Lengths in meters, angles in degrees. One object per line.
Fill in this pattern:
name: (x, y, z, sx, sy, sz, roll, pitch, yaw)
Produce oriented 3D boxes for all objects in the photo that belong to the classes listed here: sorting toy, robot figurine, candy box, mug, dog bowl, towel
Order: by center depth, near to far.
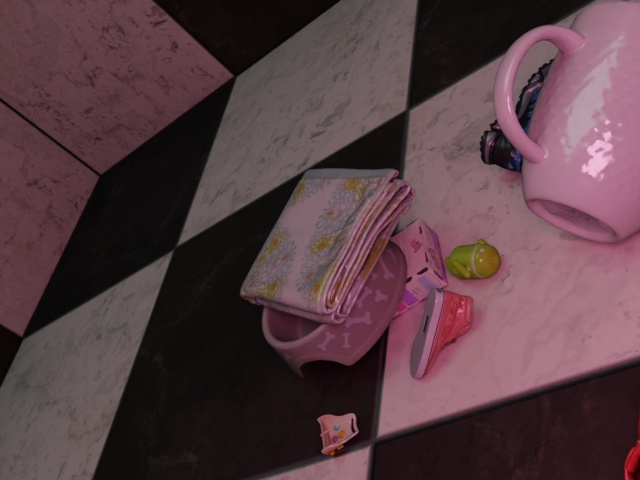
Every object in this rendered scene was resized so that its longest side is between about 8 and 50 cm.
mug: (0.442, -0.198, 1.289, 0.328, 0.374, 0.276, -64, 20, -6)
sorting toy: (0.039, 0.368, 1.517, 0.075, 0.045, 0.083, -32, 32, 15)
robot figurine: (0.296, 0.041, 1.517, 0.101, 0.067, 0.115, -32, 15, -36)
towel: (0.000, 0.000, 1.599, 0.374, 0.090, 0.320, 6, 61, 59)
dog bowl: (0.016, 0.113, 1.645, 0.349, 0.102, 0.348, -36, 32, 27)
candy box: (0.162, 0.071, 1.665, 0.196, 0.070, 0.164, -36, 31, 25)

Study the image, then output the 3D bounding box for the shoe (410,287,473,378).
shoe: (0.225, 0.178, 1.461, 0.063, 0.081, 0.177, -126, 48, -73)

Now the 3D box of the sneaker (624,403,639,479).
sneaker: (0.439, 0.270, 0.994, 0.107, 0.118, 0.279, -21, 40, 40)

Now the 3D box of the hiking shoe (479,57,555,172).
hiking shoe: (0.462, -0.249, 1.628, 0.132, 0.113, 0.304, 32, 75, 31)
